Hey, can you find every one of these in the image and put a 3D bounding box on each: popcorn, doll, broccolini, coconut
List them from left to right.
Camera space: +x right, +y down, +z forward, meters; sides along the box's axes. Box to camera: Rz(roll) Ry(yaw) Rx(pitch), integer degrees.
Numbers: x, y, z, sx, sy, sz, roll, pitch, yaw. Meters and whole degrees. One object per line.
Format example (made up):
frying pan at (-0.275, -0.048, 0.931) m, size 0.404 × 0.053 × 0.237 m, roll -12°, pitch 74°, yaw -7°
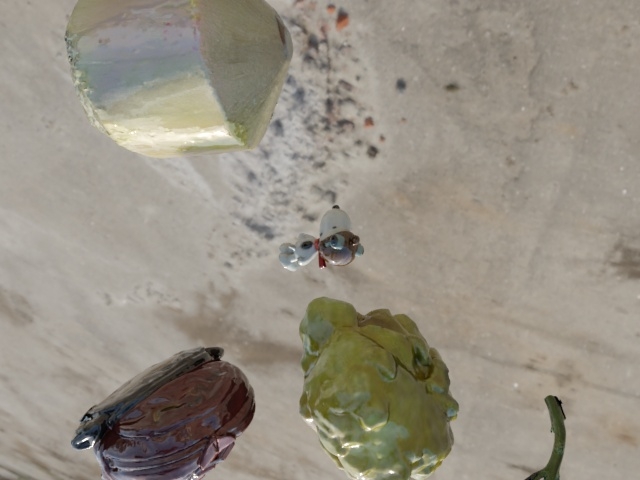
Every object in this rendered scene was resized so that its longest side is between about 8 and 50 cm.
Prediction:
coconut at (-0.096, -0.138, 0.615) m, size 0.152 × 0.147 × 0.147 m, roll -7°, pitch 145°, yaw 11°
doll at (-0.002, 0.006, 0.730) m, size 0.085 × 0.058 × 0.040 m, roll -36°, pitch 137°, yaw 25°
popcorn at (0.058, 0.194, 1.056) m, size 0.192 × 0.233 × 0.266 m, roll -38°, pitch 80°, yaw 31°
broccolini at (0.308, 0.354, 1.257) m, size 0.123 × 0.271 × 0.062 m, roll 10°, pitch 143°, yaw 26°

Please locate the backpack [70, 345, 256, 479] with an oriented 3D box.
backpack at (-0.177, 0.224, 0.997) m, size 0.229 × 0.229 × 0.139 m, roll -13°, pitch 107°, yaw 51°
